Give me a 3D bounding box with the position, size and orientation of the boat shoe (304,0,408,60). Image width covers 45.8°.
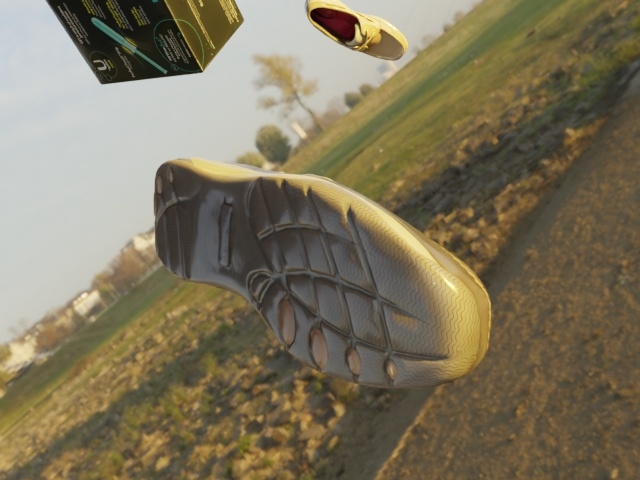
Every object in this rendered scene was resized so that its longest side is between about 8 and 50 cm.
[{"bbox_3d":[0.051,-0.308,1.127,0.059,0.170,0.063,-82,18,-53],"label":"boat shoe"}]

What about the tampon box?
[{"bbox_3d":[-0.192,-0.255,0.836,0.161,0.120,0.101,2,46,32],"label":"tampon box"}]

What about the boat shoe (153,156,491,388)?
[{"bbox_3d":[0.000,0.000,0.596,0.130,0.132,0.355,-9,24,-40],"label":"boat shoe"}]
